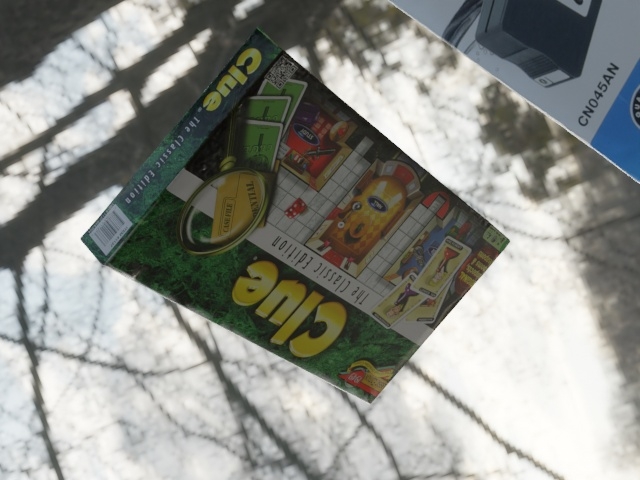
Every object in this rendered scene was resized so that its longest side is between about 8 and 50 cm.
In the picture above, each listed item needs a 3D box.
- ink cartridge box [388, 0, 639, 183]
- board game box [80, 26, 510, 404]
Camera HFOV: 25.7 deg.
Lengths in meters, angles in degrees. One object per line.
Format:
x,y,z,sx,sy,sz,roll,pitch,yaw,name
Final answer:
0.232,-0.258,1.127,0.395,0.285,0.166,39,-147,22,ink cartridge box
0.000,0.000,0.762,0.030,0.136,0.260,47,-171,38,board game box
